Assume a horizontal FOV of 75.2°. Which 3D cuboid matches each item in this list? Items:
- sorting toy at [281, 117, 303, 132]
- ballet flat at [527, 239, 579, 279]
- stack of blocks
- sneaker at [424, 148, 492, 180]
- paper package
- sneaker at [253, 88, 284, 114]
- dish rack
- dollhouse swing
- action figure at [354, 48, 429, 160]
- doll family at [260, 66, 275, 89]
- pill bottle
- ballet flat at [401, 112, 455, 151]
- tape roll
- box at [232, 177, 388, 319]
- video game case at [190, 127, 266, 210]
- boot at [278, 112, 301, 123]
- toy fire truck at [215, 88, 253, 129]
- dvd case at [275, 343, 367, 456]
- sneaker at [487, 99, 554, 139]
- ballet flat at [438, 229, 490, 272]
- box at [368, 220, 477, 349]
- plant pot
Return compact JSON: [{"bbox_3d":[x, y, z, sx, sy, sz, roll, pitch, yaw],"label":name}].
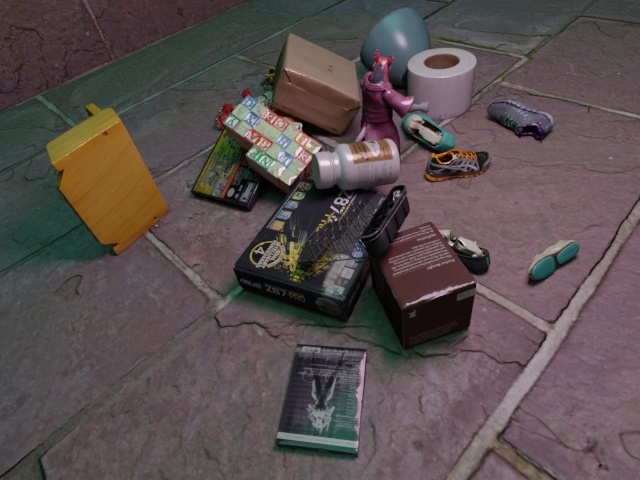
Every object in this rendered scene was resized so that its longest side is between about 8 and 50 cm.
[{"bbox_3d":[-0.098,-0.381,1.429,0.075,0.045,0.084,-6,54,-2],"label":"sorting toy"},{"bbox_3d":[0.559,0.047,1.019,0.168,0.057,0.052,-24,19,-17],"label":"ballet flat"},{"bbox_3d":[-0.163,-0.303,1.324,0.297,0.087,0.171,36,77,7],"label":"stack of blocks"},{"bbox_3d":[0.433,-0.246,1.294,0.214,0.083,0.084,-14,44,-4],"label":"sneaker"},{"bbox_3d":[-0.020,-0.593,1.573,0.309,0.168,0.325,18,43,-18],"label":"paper package"},{"bbox_3d":[-0.185,-0.536,1.696,0.144,0.090,0.270,-30,45,-16],"label":"sneaker"},{"bbox_3d":[0.064,-0.026,0.967,0.271,0.074,0.208,-9,29,39],"label":"dish rack"},{"bbox_3d":[-0.699,-0.210,1.304,0.304,0.347,0.315,21,54,27],"label":"dollhouse swing"},{"bbox_3d":[0.165,-0.403,1.296,0.275,0.371,0.248,-31,50,-20],"label":"action figure"},{"bbox_3d":[-0.188,-0.765,1.931,0.192,0.076,0.112,-7,41,-2],"label":"doll family"},{"bbox_3d":[0.097,-0.211,1.178,0.228,0.131,0.131,-10,45,-11],"label":"pill bottle"},{"bbox_3d":[0.354,-0.384,1.429,0.087,0.083,0.247,5,31,-45],"label":"ballet flat"},{"bbox_3d":[0.450,-0.592,1.563,0.245,0.169,0.246,-6,47,6],"label":"tape roll"},{"bbox_3d":[0.000,0.000,1.136,0.317,0.097,0.395,16,50,22],"label":"box"},{"bbox_3d":[-0.283,-0.251,1.415,0.248,0.035,0.275,16,74,24],"label":"video game case"},{"bbox_3d":[-0.099,-0.346,1.478,0.220,0.109,0.283,24,58,32],"label":"boot"},{"bbox_3d":[-0.360,-0.551,1.746,0.135,0.047,0.192,-17,42,21],"label":"toy fire truck"},{"bbox_3d":[0.009,0.326,0.877,0.164,0.018,0.222,1,46,11],"label":"dvd case"},{"bbox_3d":[0.663,-0.408,1.406,0.223,0.083,0.098,27,62,31],"label":"sneaker"},{"bbox_3d":[0.345,0.010,1.075,0.203,0.074,0.074,31,59,34],"label":"ballet flat"},{"bbox_3d":[0.222,0.099,0.946,0.168,0.167,0.203,-18,46,-5],"label":"box"},{"bbox_3d":[0.336,-0.755,1.697,0.290,0.290,0.196,-26,73,-14],"label":"plant pot"}]
